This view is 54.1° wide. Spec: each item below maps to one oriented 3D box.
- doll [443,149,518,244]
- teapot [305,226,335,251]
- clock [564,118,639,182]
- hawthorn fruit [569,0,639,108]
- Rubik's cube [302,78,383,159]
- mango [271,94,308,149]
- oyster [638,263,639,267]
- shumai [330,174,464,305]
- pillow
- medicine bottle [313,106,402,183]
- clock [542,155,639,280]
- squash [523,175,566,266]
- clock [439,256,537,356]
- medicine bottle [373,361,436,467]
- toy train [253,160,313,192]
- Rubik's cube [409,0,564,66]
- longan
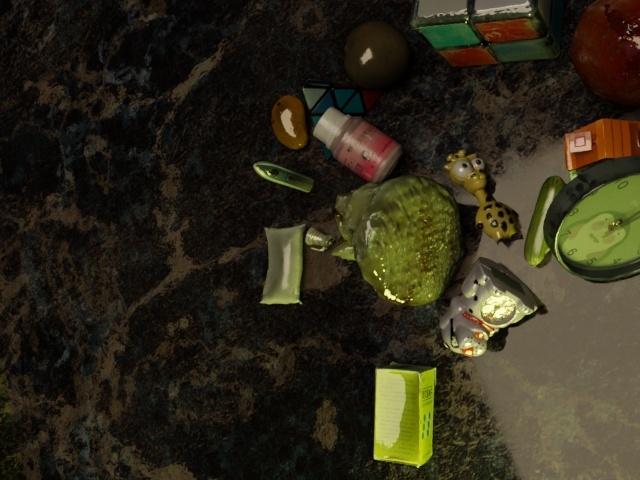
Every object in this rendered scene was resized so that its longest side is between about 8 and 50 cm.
[{"bbox_3d":[0.432,-0.123,1.677,0.117,0.086,0.291,-18,68,-15],"label":"doll"},{"bbox_3d":[0.000,0.000,1.920,0.083,0.057,0.067,16,87,24],"label":"teapot"},{"bbox_3d":[0.675,-0.214,1.451,0.219,0.255,0.106,-5,81,28],"label":"clock"},{"bbox_3d":[0.734,-0.441,1.440,0.315,0.316,0.316,-4,82,29],"label":"hawthorn fruit"},{"bbox_3d":[0.034,-0.424,1.852,0.249,0.234,0.285,-14,76,27],"label":"Rubik's cube"},{"bbox_3d":[-0.099,-0.376,2.006,0.115,0.090,0.178,-9,87,21],"label":"mango"},{"bbox_3d":[0.899,0.091,1.367,0.360,0.096,0.221,-25,92,17],"label":"oyster"},{"bbox_3d":[0.171,-0.016,1.670,0.323,0.397,0.324,17,89,47],"label":"shumai"},{"bbox_3d":[-0.120,0.074,1.962,0.144,0.078,0.254,0,84,29],"label":"pillow"},{"bbox_3d":[0.105,-0.276,1.806,0.247,0.147,0.147,35,102,4],"label":"medicine bottle"},{"bbox_3d":[0.670,-0.042,1.410,0.318,0.319,0.066,-35,34,21],"label":"clock"},{"bbox_3d":[0.572,-0.049,1.597,0.069,0.069,0.239,17,92,30],"label":"squash"},{"bbox_3d":[0.403,0.193,1.615,0.189,0.188,0.254,47,112,25],"label":"clock"},{"bbox_3d":[0.227,0.461,1.686,0.141,0.137,0.250,-2,84,29],"label":"medicine bottle"},{"bbox_3d":[-0.111,-0.192,1.891,0.048,0.251,0.055,31,101,33],"label":"toy train"},{"bbox_3d":[0.440,-0.651,1.606,0.313,0.318,0.317,5,85,31],"label":"Rubik's cube"},{"bbox_3d":[0.162,-0.531,1.811,0.196,0.197,0.220,-23,31,25],"label":"longan"}]
